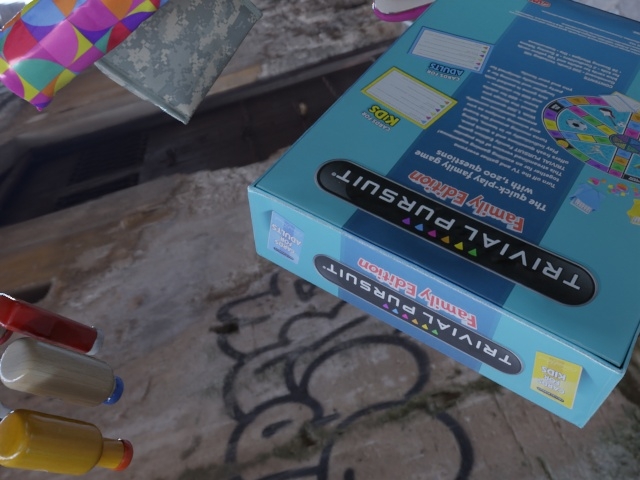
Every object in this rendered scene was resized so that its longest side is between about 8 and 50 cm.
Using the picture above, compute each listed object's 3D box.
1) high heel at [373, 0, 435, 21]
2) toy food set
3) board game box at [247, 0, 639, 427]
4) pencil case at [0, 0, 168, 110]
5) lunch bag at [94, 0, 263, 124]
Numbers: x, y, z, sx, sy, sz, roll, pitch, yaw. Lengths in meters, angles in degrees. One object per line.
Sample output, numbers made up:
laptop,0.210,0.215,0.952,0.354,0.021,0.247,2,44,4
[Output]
high heel,0.231,-0.424,1.144,0.127,0.377,0.181,49,160,21
toy food set,-0.250,0.111,0.562,0.104,0.232,0.111,35,-110,-48
board game box,0.148,-0.067,0.515,0.254,0.336,0.079,27,147,20
pencil case,-0.277,-0.257,0.776,0.104,0.236,0.104,51,-174,-7
lunch bag,-0.282,-0.365,1.063,0.287,0.235,0.169,34,-179,-44
